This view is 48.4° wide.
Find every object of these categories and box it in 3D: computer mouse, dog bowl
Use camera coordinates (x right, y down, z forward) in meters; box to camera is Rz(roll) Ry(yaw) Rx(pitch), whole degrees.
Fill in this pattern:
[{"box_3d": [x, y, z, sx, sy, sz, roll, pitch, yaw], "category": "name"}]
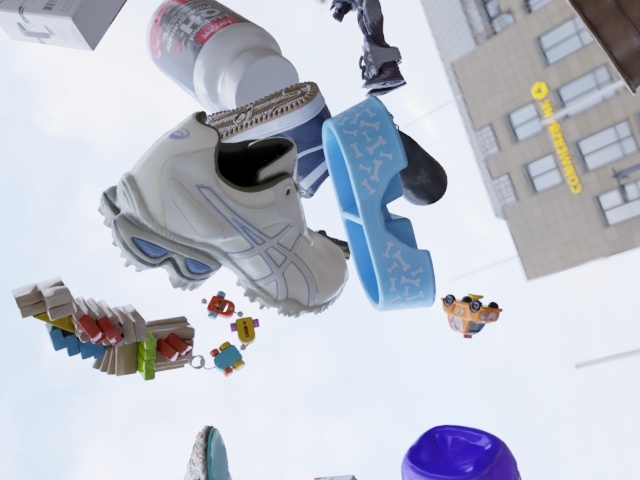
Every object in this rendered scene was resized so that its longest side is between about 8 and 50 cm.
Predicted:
[{"box_3d": [0.181, -0.186, 1.693, 0.272, 0.188, 0.072, 40, 180, 24], "category": "computer mouse"}, {"box_3d": [0.074, -0.040, 0.959, 0.074, 0.166, 0.297, -18, -80, -8], "category": "dog bowl"}]

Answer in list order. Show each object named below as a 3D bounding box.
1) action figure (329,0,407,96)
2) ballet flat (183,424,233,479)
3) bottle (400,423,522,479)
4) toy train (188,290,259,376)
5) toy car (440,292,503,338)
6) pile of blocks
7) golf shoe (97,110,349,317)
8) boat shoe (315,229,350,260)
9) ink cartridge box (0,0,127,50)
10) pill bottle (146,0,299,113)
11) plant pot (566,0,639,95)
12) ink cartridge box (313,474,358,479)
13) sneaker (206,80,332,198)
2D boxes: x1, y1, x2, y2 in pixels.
[{"box_3d": [0.079, -0.395, 1.211, 0.099, 0.185, 0.285, -13, -92, -7], "category": "action figure"}, {"box_3d": [-0.178, 0.405, 1.148, 0.091, 0.077, 0.241, -64, -36, -64], "category": "ballet flat"}, {"box_3d": [0.176, 0.328, 0.739, 0.092, 0.118, 0.283, -36, -68, -37], "category": "bottle"}, {"box_3d": [-0.186, 0.185, 1.372, 0.125, 0.046, 0.166, 14, -120, 4], "category": "toy train"}, {"box_3d": [0.163, 0.078, 0.725, 0.122, 0.060, 0.041, 10, -90, -61], "category": "toy car"}, {"box_3d": [-0.377, 0.182, 1.281, 0.362, 0.112, 0.149, 24, -88, -35], "category": "pile of blocks"}, {"box_3d": [-0.027, -0.011, 0.387, 0.176, 0.086, 0.069, 18, -154, -52], "category": "golf shoe"}, {"box_3d": [0.000, 0.000, 1.597, 0.152, 0.056, 0.049, 23, -104, -9], "category": "boat shoe"}, {"box_3d": [-0.323, -0.294, 0.881, 0.056, 0.135, 0.099, 66, -137, -57], "category": "ink cartridge box"}, {"box_3d": [-0.176, -0.326, 1.298, 0.176, 0.176, 0.318, 5, -153, -43], "category": "pill bottle"}, {"box_3d": [0.419, -0.298, 0.892, 0.167, 0.165, 0.167, 42, -153, -27], "category": "plant pot"}, {"box_3d": [0.000, 0.375, 1.034, 0.029, 0.115, 0.063, 57, -140, -17], "category": "ink cartridge box"}, {"box_3d": [-0.096, -0.128, 1.095, 0.153, 0.282, 0.099, 56, -149, -35], "category": "sneaker"}]
